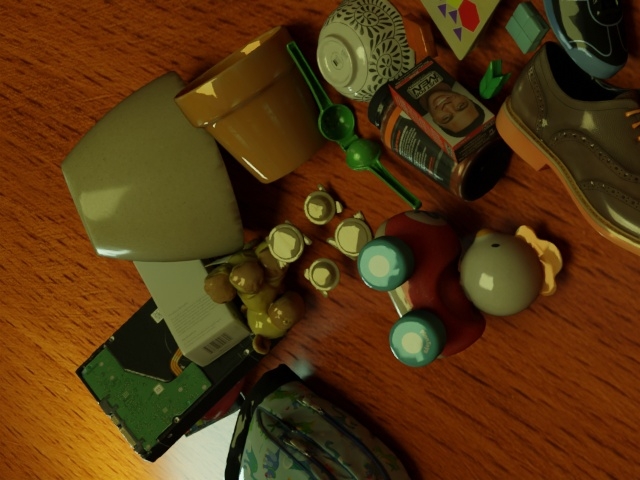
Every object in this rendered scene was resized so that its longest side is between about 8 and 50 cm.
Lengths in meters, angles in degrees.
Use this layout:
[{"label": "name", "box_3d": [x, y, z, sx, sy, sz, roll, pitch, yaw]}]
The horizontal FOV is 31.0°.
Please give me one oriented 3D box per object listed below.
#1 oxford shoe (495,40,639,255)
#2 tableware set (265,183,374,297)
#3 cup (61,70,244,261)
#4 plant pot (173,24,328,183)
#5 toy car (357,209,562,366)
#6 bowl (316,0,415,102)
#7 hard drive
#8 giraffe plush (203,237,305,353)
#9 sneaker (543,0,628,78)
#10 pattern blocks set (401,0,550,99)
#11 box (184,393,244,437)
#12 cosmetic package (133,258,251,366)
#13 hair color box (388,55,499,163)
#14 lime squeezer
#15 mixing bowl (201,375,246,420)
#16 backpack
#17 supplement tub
[{"label": "oxford shoe", "box_3d": [0.355, -0.095, 1.332, 0.363, 0.130, 0.133, 43, 133, 28]}, {"label": "tableware set", "box_3d": [0.000, 0.000, 1.863, 0.141, 0.020, 0.169, 46, 111, 9]}, {"label": "cup", "box_3d": [-0.301, -0.095, 1.968, 0.331, 0.237, 0.331, 158, 90, -77]}, {"label": "plant pot", "box_3d": [-0.091, -0.199, 1.789, 0.205, 0.205, 0.188, -14, 115, 54]}, {"label": "toy car", "box_3d": [0.211, 0.034, 1.572, 0.238, 0.219, 0.210, -22, 92, 25]}, {"label": "bowl", "box_3d": [0.048, -0.265, 1.655, 0.170, 0.080, 0.170, 30, 132, 39]}, {"label": "hard drive", "box_3d": [-0.263, 0.212, 2.142, 0.237, 0.339, 0.064, 45, 178, 29]}, {"label": "giraffe plush", "box_3d": [-0.099, 0.099, 1.998, 0.210, 0.181, 0.170, -9, 112, 59]}, {"label": "sneaker", "box_3d": [0.301, -0.301, 1.308, 0.090, 0.081, 0.232, -30, 83, 61]}, {"label": "pattern blocks set", "box_3d": [0.167, -0.341, 1.463, 0.325, 0.026, 0.285, 65, 154, 10]}, {"label": "box", "box_3d": [-0.262, 0.257, 2.282, 0.044, 0.159, 0.233, -37, 80, 33]}, {"label": "cosmetic package", "box_3d": [-0.234, 0.101, 2.095, 0.231, 0.117, 0.085, 58, -174, 30]}, {"label": "hair color box", "box_3d": [0.159, -0.171, 1.496, 0.141, 0.072, 0.043, 49, 172, 33]}, {"label": "lime squeezer", "box_3d": [0.052, -0.160, 1.720, 0.310, 0.059, 0.110, 53, 155, 10]}, {"label": "mixing bowl", "box_3d": [-0.209, 0.244, 2.226, 0.098, 0.181, 0.181, -37, 79, 31]}, {"label": "backpack", "box_3d": [-0.004, 0.427, 2.014, 0.355, 0.273, 0.290, 24, 116, 22]}, {"label": "supplement tub", "box_3d": [0.154, -0.143, 1.571, 0.198, 0.106, 0.106, 38, 136, 31]}]
